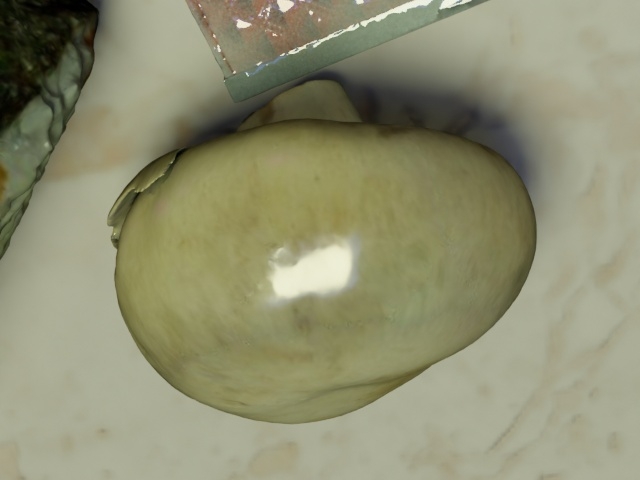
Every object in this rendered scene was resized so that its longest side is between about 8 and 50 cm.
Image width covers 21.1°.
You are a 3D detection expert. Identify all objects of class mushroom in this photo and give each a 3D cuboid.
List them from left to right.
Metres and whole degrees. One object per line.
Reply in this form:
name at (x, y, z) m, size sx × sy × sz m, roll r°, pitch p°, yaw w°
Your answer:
mushroom at (0.000, 0.000, 0.617) m, size 0.154 × 0.123 × 0.154 m, roll -6°, pitch 157°, yaw -3°

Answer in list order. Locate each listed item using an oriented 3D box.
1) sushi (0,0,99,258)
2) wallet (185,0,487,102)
sushi at (-0.171, -0.009, 0.619) m, size 0.126 × 0.136 × 0.225 m, roll 21°, pitch 107°, yaw -8°
wallet at (0.036, -0.129, 0.610) m, size 0.196 × 0.020 × 0.103 m, roll -22°, pitch 111°, yaw 14°
